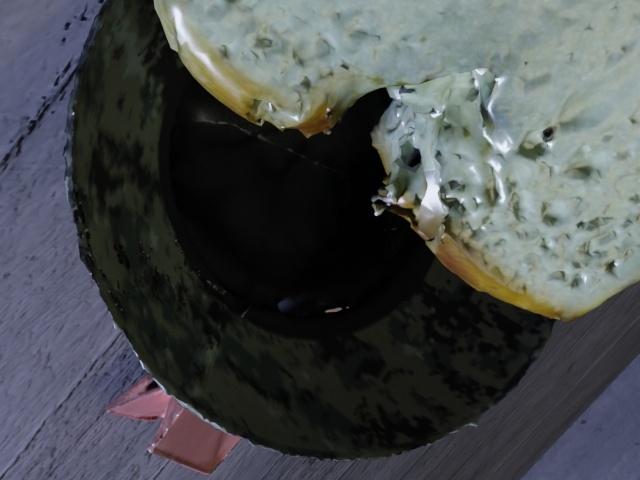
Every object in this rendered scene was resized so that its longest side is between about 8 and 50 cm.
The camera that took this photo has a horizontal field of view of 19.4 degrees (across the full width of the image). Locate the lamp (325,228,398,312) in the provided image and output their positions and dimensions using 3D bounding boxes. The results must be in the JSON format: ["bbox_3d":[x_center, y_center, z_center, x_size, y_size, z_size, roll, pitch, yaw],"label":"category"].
[{"bbox_3d":[0.000,0.000,0.992,0.136,0.136,0.136,-40,163,-15],"label":"lamp"}]

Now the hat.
[{"bbox_3d":[-0.015,-0.029,0.860,0.265,0.265,0.128,-38,-162,-21],"label":"hat"}]

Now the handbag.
[{"bbox_3d":[-0.031,0.048,1.170,0.212,0.059,0.157,-45,165,-1],"label":"handbag"}]

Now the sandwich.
[{"bbox_3d":[0.087,-0.112,0.740,0.273,0.095,0.249,35,104,-30],"label":"sandwich"}]
